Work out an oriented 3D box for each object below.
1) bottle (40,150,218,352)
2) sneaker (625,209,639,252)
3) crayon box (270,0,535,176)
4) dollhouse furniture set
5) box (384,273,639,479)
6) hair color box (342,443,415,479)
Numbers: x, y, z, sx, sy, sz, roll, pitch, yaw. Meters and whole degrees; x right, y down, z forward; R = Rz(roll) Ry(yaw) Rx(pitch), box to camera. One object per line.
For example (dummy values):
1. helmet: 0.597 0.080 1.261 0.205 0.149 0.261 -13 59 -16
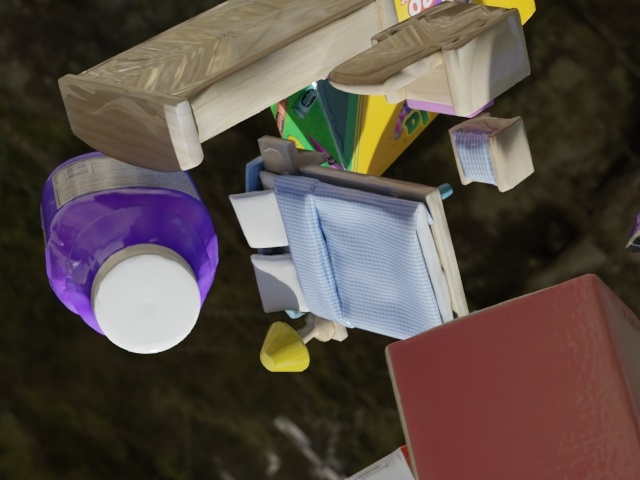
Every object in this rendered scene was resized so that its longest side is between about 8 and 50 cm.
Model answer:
1. bottle: -0.130 0.005 1.276 0.118 0.092 0.283 -4 -165 -10
2. sneaker: 0.355 -0.044 1.872 0.170 0.068 0.071 112 -20 -52
3. crayon box: 0.069 -0.191 1.653 0.278 0.081 0.165 -47 141 -24
4. dollhouse furniture set: 0.000 0.000 1.306 0.198 0.303 0.286 -32 -150 -32
5. box: 0.138 0.158 0.995 0.127 0.232 0.148 -21 154 16
6. hair color box: 0.093 0.251 1.524 0.053 0.167 0.093 -19 167 -40
